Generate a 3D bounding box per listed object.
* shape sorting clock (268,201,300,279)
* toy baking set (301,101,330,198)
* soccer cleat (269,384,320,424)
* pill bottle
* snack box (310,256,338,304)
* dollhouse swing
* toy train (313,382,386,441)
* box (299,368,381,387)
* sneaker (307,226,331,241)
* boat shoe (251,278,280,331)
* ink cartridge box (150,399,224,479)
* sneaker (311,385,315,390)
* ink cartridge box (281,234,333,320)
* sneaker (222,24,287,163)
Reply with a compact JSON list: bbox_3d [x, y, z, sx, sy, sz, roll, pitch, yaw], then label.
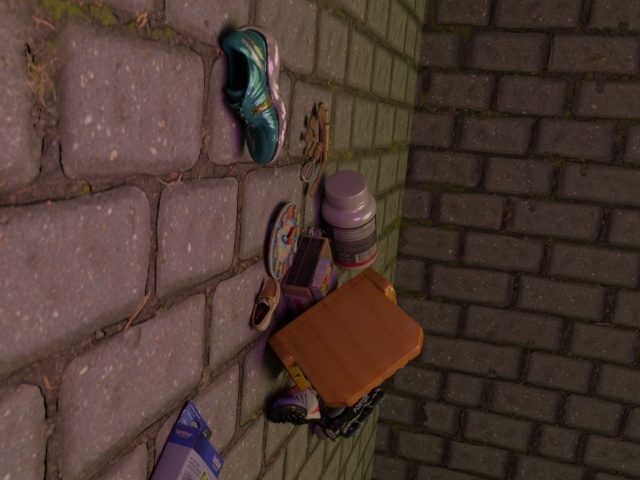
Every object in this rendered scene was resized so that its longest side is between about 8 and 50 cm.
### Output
[{"bbox_3d":[-0.090,0.001,1.514,0.206,0.040,0.206,8,90,-74],"label":"shape sorting clock"},{"bbox_3d":[-0.016,-0.262,1.671,0.197,0.030,0.256,-49,144,-57],"label":"toy baking set"},{"bbox_3d":[-0.078,0.480,1.730,0.318,0.108,0.116,51,27,-65],"label":"soccer cleat"},{"bbox_3d":[0.095,-0.065,1.876,0.318,0.176,0.176,81,23,-46],"label":"pill bottle"},{"bbox_3d":[0.013,0.124,1.623,0.141,0.037,0.100,74,30,-54],"label":"snack box"},{"bbox_3d":[0.094,0.303,1.555,0.347,0.305,0.315,-35,146,-11],"label":"dollhouse swing"},{"bbox_3d":[0.111,0.629,2.206,0.334,0.142,0.190,-40,-176,-39],"label":"toy train"},{"bbox_3d":[0.069,0.342,1.821,0.143,0.270,0.165,68,34,-60],"label":"box"},{"bbox_3d":[0.000,0.000,1.773,0.098,0.069,0.038,77,27,-52],"label":"sneaker"},{"bbox_3d":[-0.134,0.155,1.425,0.045,0.050,0.135,69,33,-70],"label":"boat shoe"},{"bbox_3d":[-0.269,0.486,1.113,0.186,0.065,0.311,79,23,-50],"label":"ink cartridge box"},{"bbox_3d":[0.033,0.412,2.051,0.302,0.108,0.121,-40,137,-55],"label":"sneaker"},{"bbox_3d":[-0.027,0.129,1.712,0.235,0.088,0.193,78,27,-51],"label":"ink cartridge box"},{"bbox_3d":[-0.141,-0.278,1.146,0.110,0.107,0.275,-36,130,-42],"label":"sneaker"}]
